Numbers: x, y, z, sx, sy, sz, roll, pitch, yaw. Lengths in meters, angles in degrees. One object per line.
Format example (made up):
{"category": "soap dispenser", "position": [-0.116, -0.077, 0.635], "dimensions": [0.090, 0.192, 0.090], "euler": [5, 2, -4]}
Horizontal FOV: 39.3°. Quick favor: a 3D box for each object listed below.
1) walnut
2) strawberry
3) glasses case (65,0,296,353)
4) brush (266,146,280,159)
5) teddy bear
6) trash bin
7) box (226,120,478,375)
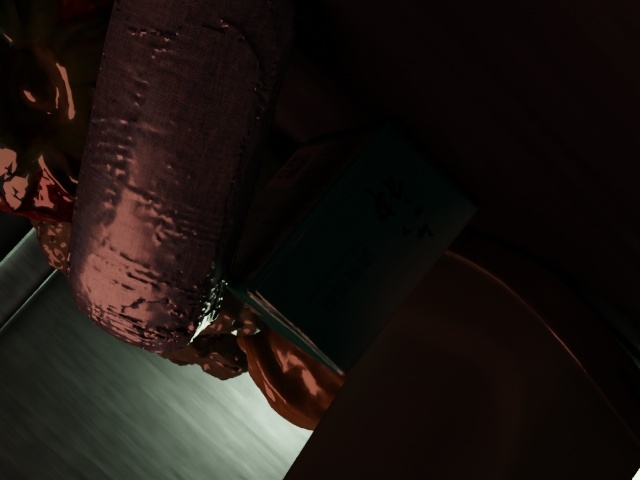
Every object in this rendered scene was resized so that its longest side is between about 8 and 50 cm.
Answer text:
{"category": "walnut", "position": [-0.002, 0.119, 1.144], "dimensions": [0.261, 0.225, 0.225], "euler": [50, 170, -12]}
{"category": "strawberry", "position": [-0.227, -0.153, 0.696], "dimensions": [0.250, 0.238, 0.288], "euler": [50, -178, -27]}
{"category": "glasses case", "position": [-0.094, -0.050, 0.571], "dimensions": [0.109, 0.282, 0.067], "euler": [21, -154, 6]}
{"category": "brush", "position": [-0.060, -0.094, 0.973], "dimensions": [0.314, 0.017, 0.090], "euler": [42, 172, -12]}
{"category": "teddy bear", "position": [-0.184, 0.002, 1.031], "dimensions": [0.357, 0.224, 0.367], "euler": [33, 156, 27]}
{"category": "trash bin", "position": [0.110, 0.156, 0.680], "dimensions": [0.220, 0.250, 0.219], "euler": [47, 164, -32]}
{"category": "box", "position": [0.000, 0.000, 0.698], "dimensions": [0.092, 0.153, 0.245], "euler": [42, 173, -14]}
